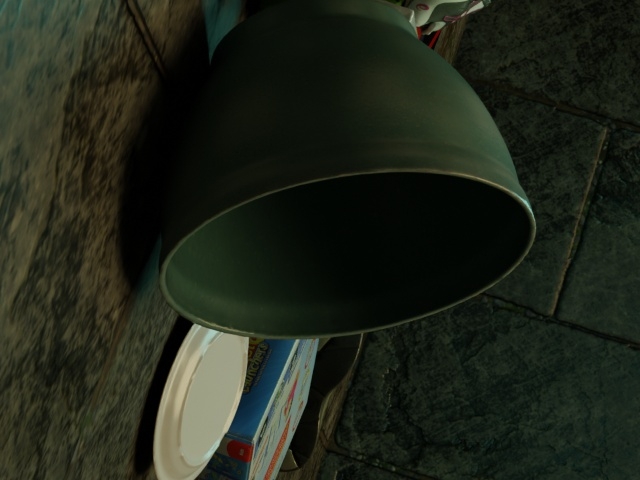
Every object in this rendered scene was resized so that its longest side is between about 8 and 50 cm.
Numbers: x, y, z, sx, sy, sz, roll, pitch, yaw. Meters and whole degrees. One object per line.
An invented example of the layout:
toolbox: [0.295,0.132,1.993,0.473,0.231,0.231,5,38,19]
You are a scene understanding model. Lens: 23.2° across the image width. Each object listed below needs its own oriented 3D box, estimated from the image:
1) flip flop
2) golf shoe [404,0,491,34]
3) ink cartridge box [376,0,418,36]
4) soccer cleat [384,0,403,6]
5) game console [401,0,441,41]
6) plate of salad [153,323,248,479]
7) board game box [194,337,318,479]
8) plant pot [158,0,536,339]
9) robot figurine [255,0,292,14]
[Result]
flip flop: [-0.020,0.212,2.312,0.080,0.112,0.277,-85,-167,-74]
golf shoe: [0.165,-0.343,2.144,0.120,0.105,0.273,-39,179,6]
ink cartridge box: [0.073,-0.226,2.043,0.231,0.078,0.134,45,63,-82]
soccer cleat: [0.113,-0.386,2.095,0.072,0.060,0.179,139,-25,-85]
game console: [0.154,-0.331,2.601,0.386,0.060,0.342,-59,170,-62]
plate of salad: [-0.123,0.147,1.527,0.200,0.048,0.200,16,90,-71]
board game box: [-0.083,0.198,1.824,0.302,0.086,0.308,101,9,-45]
plant pot: [0.009,-0.068,1.238,0.293,0.293,0.196,94,-11,-64]
robot figurine: [-0.023,-0.200,1.377,0.101,0.067,0.115,27,80,-75]
